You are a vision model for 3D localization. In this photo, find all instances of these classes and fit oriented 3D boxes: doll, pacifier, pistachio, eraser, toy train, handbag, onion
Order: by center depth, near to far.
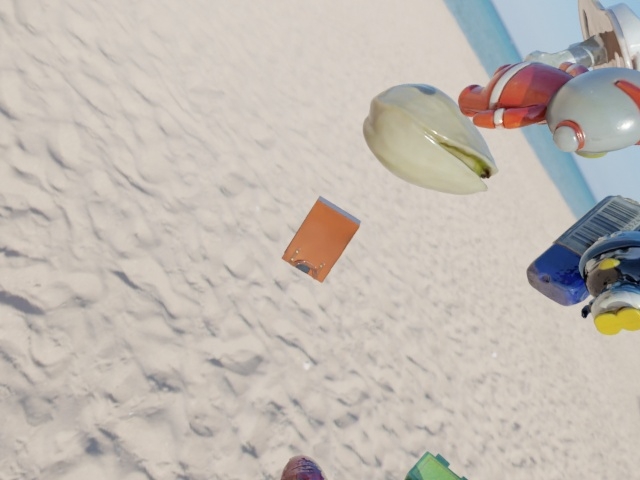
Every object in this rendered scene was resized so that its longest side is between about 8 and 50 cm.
[{"bbox_3d":[0.348,-0.190,0.807,0.336,0.200,0.105,35,-28,55],"label":"doll"},{"bbox_3d":[0.006,0.420,0.923,0.150,0.140,0.149,-8,90,-89],"label":"onion"},{"bbox_3d":[0.183,0.544,1.093,0.159,0.271,0.188,35,44,28],"label":"toy train"},{"bbox_3d":[0.588,-0.405,1.237,0.273,0.220,0.332,9,43,-7],"label":"pacifier"},{"bbox_3d":[0.648,0.075,1.241,0.141,0.177,0.314,54,40,-16],"label":"doll"},{"bbox_3d":[0.245,-0.214,1.263,0.332,0.207,0.226,34,2,-15],"label":"pistachio"},{"bbox_3d":[0.000,0.000,1.456,0.127,0.190,0.063,31,18,-3],"label":"handbag"},{"bbox_3d":[0.698,0.025,1.468,0.155,0.332,0.101,41,-15,45],"label":"eraser"}]
